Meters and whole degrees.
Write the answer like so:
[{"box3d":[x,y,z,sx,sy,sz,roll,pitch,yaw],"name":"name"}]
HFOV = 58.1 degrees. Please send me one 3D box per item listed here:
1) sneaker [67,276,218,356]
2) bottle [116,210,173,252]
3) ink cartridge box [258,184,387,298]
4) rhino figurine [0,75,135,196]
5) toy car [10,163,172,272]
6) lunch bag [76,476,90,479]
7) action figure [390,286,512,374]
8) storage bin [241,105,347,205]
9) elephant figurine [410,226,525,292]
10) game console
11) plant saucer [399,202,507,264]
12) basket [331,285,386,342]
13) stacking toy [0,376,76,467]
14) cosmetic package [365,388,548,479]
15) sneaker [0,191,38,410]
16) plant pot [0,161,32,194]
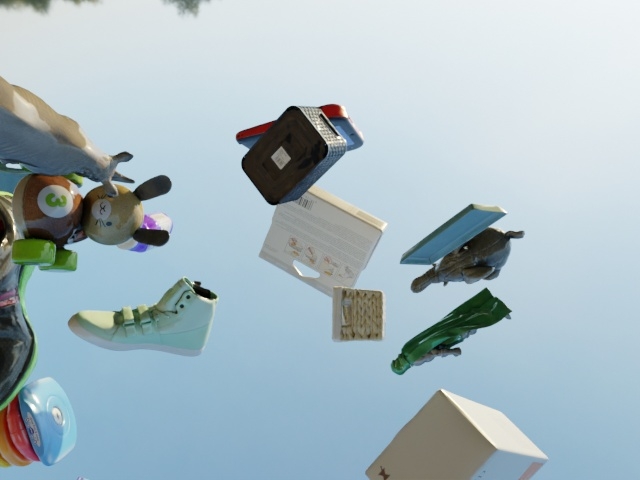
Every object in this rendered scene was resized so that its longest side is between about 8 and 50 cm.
[{"box3d":[-0.313,0.121,1.049,0.094,0.256,0.151,43,-66,53],"name":"sneaker"},{"box3d":[-0.535,-0.023,1.738,0.118,0.092,0.283,-57,-179,7],"name":"bottle"},{"box3d":[0.000,0.000,1.605,0.296,0.261,0.066,29,-150,9],"name":"ink cartridge box"},{"box3d":[-0.291,-0.105,0.605,0.106,0.243,0.073,9,-103,35],"name":"rhino figurine"},{"box3d":[-0.301,-0.039,0.790,0.189,0.149,0.154,0,-100,-2],"name":"toy car"},{"box3d":[-0.518,0.689,1.300,0.293,0.221,0.138,176,-63,-87],"name":"lunch bag"},{"box3d":[0.229,0.177,1.052,0.232,0.063,0.137,-30,-173,3],"name":"action figure"},{"box3d":[-0.054,-0.167,1.135,0.180,0.122,0.084,-42,170,28],"name":"storage bin"},{"box3d":[0.372,0.053,1.471,0.169,0.185,0.240,28,-149,37],"name":"elephant figurine"},{"box3d":[-0.050,-0.323,1.855,0.342,0.060,0.386,-15,171,12],"name":"game console"},{"box3d":[0.198,-0.007,0.890,0.067,0.192,0.018,3,-116,-27],"name":"plant saucer"},{"box3d":[0.084,0.157,1.204,0.103,0.167,0.113,0,-99,8],"name":"basket"},{"box3d":[-0.698,0.423,1.217,0.302,0.175,0.166,-20,178,-3],"name":"stacking toy"},{"box3d":[0.313,0.482,1.237,0.230,0.453,0.161,-50,-128,6],"name":"cosmetic package"},{"box3d":[-0.706,0.119,1.192,0.185,0.202,0.482,-11,-109,9],"name":"sneaker"},{"box3d":[-0.913,-0.220,1.724,0.341,0.341,0.334,-53,-176,-36],"name":"plant pot"}]
